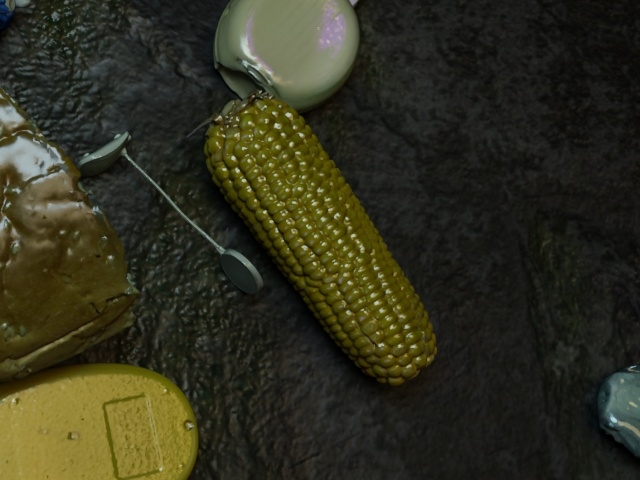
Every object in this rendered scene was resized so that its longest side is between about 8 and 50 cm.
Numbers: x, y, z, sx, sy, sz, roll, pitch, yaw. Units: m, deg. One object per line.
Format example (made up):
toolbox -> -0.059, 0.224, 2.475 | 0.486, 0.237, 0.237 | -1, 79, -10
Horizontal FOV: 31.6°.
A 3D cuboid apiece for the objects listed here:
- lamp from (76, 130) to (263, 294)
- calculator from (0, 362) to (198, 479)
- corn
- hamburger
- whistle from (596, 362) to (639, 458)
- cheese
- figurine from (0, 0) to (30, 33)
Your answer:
lamp -> -0.134, -0.015, 1.035 | 0.198, 0.050, 0.056 | 45, 63, -2
calculator -> -0.217, 0.180, 0.961 | 0.234, 0.032, 0.146 | -10, 79, -24
corn -> 0.000, 0.000, 1.052 | 0.106, 0.106, 0.305 | -35, 92, -25
hamburger -> -0.302, -0.015, 0.911 | 0.211, 0.132, 0.309 | -35, 96, -14
whistle -> 0.447, 0.215, 1.157 | 0.347, 0.189, 0.189 | 16, 70, 6
cheese -> -0.006, -0.224, 1.131 | 0.137, 0.064, 0.227 | 45, 67, -8
figurine -> -0.381, -0.218, 0.961 | 0.262, 0.164, 0.121 | 16, 114, -21
